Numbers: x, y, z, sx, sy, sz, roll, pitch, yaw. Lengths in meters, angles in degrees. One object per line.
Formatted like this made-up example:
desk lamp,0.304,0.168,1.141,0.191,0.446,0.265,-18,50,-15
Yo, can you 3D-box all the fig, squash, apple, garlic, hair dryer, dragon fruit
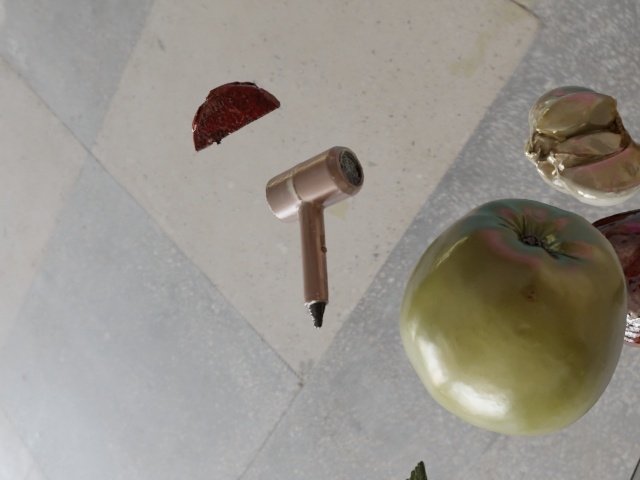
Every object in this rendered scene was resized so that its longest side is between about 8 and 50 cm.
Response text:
fig,0.531,0.053,1.139,0.224,0.223,0.263,53,136,20
squash,0.219,0.572,1.528,0.105,0.105,0.132,-34,44,30
apple,0.215,0.081,0.773,0.262,0.262,0.263,1,92,34
garlic,0.517,-0.183,1.380,0.203,0.185,0.281,-15,76,-6
hair dryer,0.000,0.000,1.301,0.189,0.106,0.345,-21,63,36
dragon fruit,-0.154,-0.220,1.135,0.162,0.106,0.083,-32,104,7

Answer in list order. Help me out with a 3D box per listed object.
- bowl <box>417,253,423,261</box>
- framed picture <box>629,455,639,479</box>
bowl,0.292,0.106,1.378,0.211,0.112,0.212,8,133,9
framed picture,0.566,0.382,1.169,0.017,0.274,0.217,28,129,26
